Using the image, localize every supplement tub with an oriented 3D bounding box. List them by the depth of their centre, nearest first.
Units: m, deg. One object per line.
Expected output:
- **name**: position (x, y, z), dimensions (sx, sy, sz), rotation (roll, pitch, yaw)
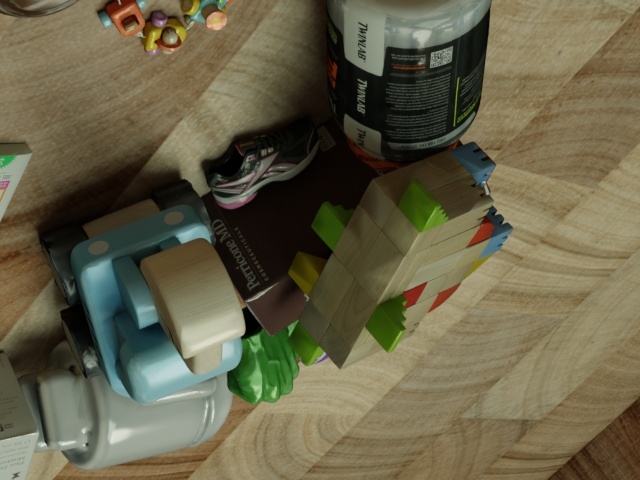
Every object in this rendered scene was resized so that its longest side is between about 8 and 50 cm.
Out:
- **supplement tub**: position (0.110, -0.247, 1.932), dimensions (0.207, 0.207, 0.338), rotation (-24, 149, -14)

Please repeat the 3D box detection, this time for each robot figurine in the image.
- **robot figurine**: position (-0.279, 0.230, 2.288), dimensions (0.353, 0.199, 0.300), rotation (-9, -179, -37)

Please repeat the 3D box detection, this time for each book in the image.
- **book**: position (-0.429, -0.062, 1.887), dimensions (0.096, 0.035, 0.144), rotation (-8, 141, -42)

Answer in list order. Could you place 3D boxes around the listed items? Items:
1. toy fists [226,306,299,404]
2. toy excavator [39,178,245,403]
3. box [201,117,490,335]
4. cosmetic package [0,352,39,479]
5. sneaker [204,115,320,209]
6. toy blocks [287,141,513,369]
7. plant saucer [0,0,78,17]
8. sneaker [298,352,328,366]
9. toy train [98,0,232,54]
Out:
- **toy fists**: position (-0.071, 0.140, 2.307), dimensions (0.096, 0.279, 0.142), rotation (-7, 117, 23)
- **toy excavator**: position (-0.189, 0.092, 1.934), dimensions (0.222, 0.445, 0.433), rotation (-22, 133, -16)
- **box**: position (0.028, -0.054, 2.165), dimensions (0.381, 0.191, 0.143), rotation (-33, 150, 0)
- **cosmetic package**: position (-0.518, 0.287, 2.200), dimensions (0.151, 0.151, 0.183), rotation (-11, 145, -30)
- **sneaker**: position (-0.082, -0.116, 2.092), dimensions (0.178, 0.072, 0.077), rotation (-38, 140, -1)
- **toy blocks**: position (0.137, 0.011, 2.029), dimensions (0.261, 0.191, 0.381), rotation (-23, 152, -39)
- **plant saucer**: position (-0.302, -0.302, 1.645), dimensions (0.168, 0.029, 0.168), rotation (-23, 149, -14)
- **sneaker**: position (0.059, 0.101, 2.513), dimensions (0.146, 0.102, 0.293), rotation (-6, 142, -39)
- **toy train**: position (-0.174, -0.270, 1.793), dimensions (0.166, 0.046, 0.125), rotation (-28, 151, -7)
